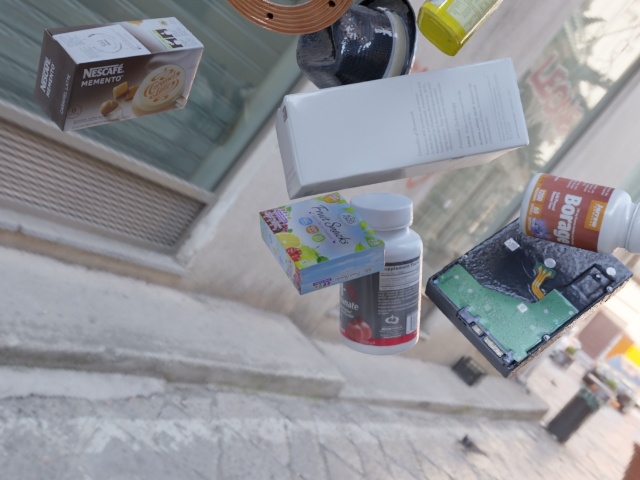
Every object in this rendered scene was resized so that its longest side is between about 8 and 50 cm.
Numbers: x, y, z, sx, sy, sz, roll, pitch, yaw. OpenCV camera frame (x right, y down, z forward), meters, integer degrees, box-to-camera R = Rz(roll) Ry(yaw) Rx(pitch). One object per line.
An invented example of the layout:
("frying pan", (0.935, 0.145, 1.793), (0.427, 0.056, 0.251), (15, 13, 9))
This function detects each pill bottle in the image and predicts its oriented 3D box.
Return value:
("pill bottle", (0.483, -0.044, 1.375), (0.216, 0.121, 0.121), (16, -4, 28))
("pill bottle", (0.127, 0.067, 1.611), (0.176, 0.318, 0.176), (0, 19, 0))

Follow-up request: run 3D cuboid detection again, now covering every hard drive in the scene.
("hard drive", (0.406, 0.085, 1.483), (0.237, 0.339, 0.064), (47, -24, 26))

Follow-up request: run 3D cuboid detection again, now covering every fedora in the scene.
("fedora", (0.048, -0.384, 1.543), (0.153, 0.334, 0.334), (16, 19, -29))

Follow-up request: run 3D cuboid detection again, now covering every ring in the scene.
("ring", (-0.073, -0.543, 1.399), (0.337, 0.336, 0.032), (38, 45, -6))

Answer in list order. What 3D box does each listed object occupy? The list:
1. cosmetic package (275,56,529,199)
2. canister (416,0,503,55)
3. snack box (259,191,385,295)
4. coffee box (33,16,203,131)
("cosmetic package", (0.125, -0.184, 1.288), (0.217, 0.385, 0.156), (153, -76, -84))
("canister", (0.197, -0.311, 0.910), (0.073, 0.170, 0.126), (42, 4, 2))
("snack box", (0.000, 0.000, 1.444), (0.207, 0.175, 0.070), (-126, -152, -48))
("coffee box", (-0.335, -0.282, 1.267), (0.247, 0.141, 0.098), (-22, 60, -44))
